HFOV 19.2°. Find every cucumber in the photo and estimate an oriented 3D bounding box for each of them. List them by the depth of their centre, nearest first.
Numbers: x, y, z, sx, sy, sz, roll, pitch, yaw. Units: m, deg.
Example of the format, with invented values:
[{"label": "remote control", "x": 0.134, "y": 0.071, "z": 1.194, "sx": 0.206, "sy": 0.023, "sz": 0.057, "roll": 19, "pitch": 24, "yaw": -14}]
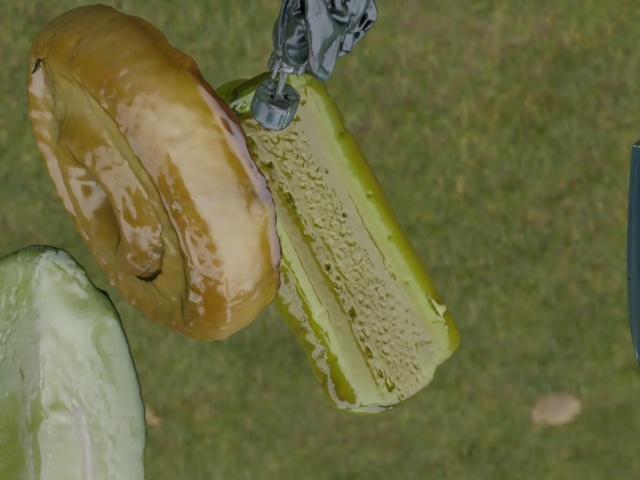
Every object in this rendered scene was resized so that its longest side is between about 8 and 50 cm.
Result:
[{"label": "cucumber", "x": -0.195, "y": 0.169, "z": 1.365, "sx": 0.145, "sy": 0.325, "sz": 0.105, "roll": -8, "pitch": 173, "yaw": 42}]

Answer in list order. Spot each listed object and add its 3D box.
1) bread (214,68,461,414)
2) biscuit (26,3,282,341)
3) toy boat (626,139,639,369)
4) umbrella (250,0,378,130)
[{"label": "bread", "x": 0.000, "y": 0.000, "z": 1.978, "sx": 0.166, "sy": 0.112, "sz": 0.383, "roll": -31, "pitch": 96, "yaw": -17}, {"label": "biscuit", "x": -0.147, "y": -0.049, "z": 1.543, "sx": 0.102, "sy": 0.296, "sz": 0.296, "roll": -31, "pitch": 144, "yaw": -25}, {"label": "toy boat", "x": 0.282, "y": 0.032, "z": 1.418, "sx": 0.093, "sy": 0.246, "sz": 0.103, "roll": 6, "pitch": -169, "yaw": 40}, {"label": "umbrella", "x": 0.013, "y": -0.239, "z": 1.727, "sx": 0.094, "sy": 0.143, "sz": 0.348, "roll": 33, "pitch": 128, "yaw": 14}]
